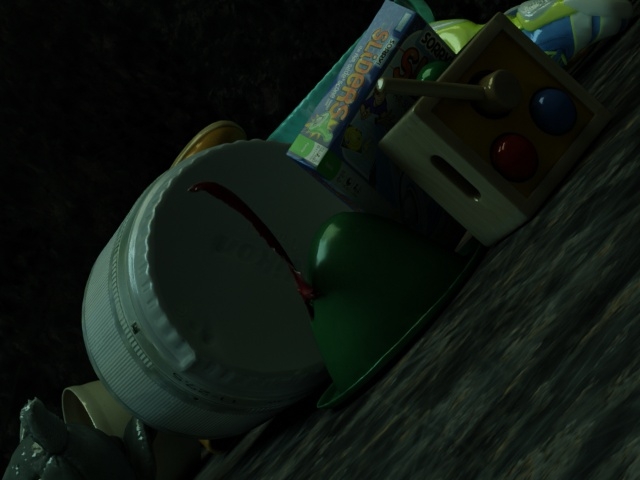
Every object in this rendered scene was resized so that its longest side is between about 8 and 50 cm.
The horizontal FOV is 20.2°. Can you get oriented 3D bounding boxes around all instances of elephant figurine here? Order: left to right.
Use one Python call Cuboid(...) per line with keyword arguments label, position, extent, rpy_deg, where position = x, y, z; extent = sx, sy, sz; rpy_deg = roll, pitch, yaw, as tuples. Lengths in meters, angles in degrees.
Cuboid(label="elephant figurine", position=(-0.214, 0.221, 1.641), extent=(0.186, 0.169, 0.239), rpy_deg=(-56, 5, 16))

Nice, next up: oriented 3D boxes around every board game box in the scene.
Cuboid(label="board game box", position=(0.070, -0.074, 1.351), extent=(0.136, 0.035, 0.201), rpy_deg=(-58, -38, -4))

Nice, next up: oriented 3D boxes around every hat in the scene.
Cuboid(label="hat", position=(0.000, 0.000, 1.307), extent=(0.173, 0.183, 0.208), rpy_deg=(-48, 2, -25))

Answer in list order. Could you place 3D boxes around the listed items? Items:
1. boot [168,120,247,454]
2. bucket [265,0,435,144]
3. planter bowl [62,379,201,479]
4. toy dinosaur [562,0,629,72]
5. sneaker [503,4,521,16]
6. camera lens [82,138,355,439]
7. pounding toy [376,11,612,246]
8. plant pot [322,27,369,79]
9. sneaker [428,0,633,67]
Cuboid(label="boot", position=(-0.090, 0.047, 1.794), extent=(0.104, 0.211, 0.295), rpy_deg=(12, -75, -45))
Cuboid(label="bucket", position=(0.072, -0.116, 1.912), extent=(0.281, 0.183, 0.281), rpy_deg=(-47, 4, 4))
Cuboid(label="planter bowl", position=(-0.194, 0.215, 1.908), extent=(0.109, 0.162, 0.162), rpy_deg=(-19, -8, -20))
Cuboid(label="toy dinosaur", position=(0.294, -0.248, 1.807), extent=(0.211, 0.064, 0.112), rpy_deg=(-57, 21, 0))
Cuboid(label="sneaker", position=(0.228, -0.209, 2.088), extent=(0.081, 0.080, 0.211), rpy_deg=(-37, 19, 44))
Cuboid(label="camera lens", position=(-0.079, 0.046, 1.530), extent=(0.219, 0.219, 0.274), rpy_deg=(-49, 3, -22))
Cuboid(label="pounding toy", position=(0.110, -0.085, 1.246), extent=(0.130, 0.141, 0.100), rpy_deg=(-49, 3, -26))
Cuboid(label="plant pot", position=(0.112, -0.186, 2.276), extent=(0.205, 0.188, 0.205), rpy_deg=(-48, 2, 2))
Cuboid(label="sneaker", position=(0.197, -0.162, 1.719), extent=(0.240, 0.126, 0.091), rpy_deg=(-7, -1, 41))
